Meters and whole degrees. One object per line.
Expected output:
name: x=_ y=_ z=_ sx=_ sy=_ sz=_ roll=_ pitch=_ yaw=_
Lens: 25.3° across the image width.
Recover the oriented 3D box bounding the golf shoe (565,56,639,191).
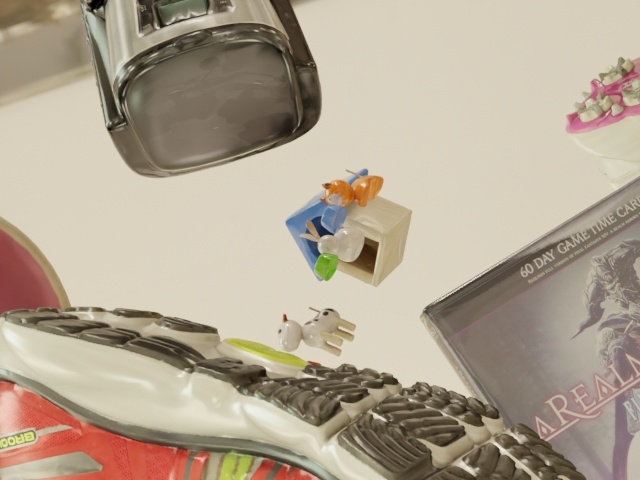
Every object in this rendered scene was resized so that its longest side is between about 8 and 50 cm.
golf shoe: x=0.315 y=-0.077 z=0.958 sx=0.306 sy=0.115 sz=0.140 roll=-8 pitch=120 yaw=50

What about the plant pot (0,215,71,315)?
plant pot: x=-0.222 y=0.071 z=0.718 sx=0.180 sy=0.201 sz=0.201 roll=-33 pitch=70 yaw=45

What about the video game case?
video game case: x=0.205 y=0.101 z=0.720 sx=0.274 sy=0.196 sz=0.026 roll=57 pitch=166 yaw=12

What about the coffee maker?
coffee maker: x=-0.064 y=-0.130 z=0.726 sx=0.171 sy=0.120 sz=0.178 roll=25 pitch=-136 yaw=-60

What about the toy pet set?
toy pet set: x=0.000 y=0.000 z=0.814 sx=0.114 sy=0.065 sz=0.122 roll=-41 pitch=-32 yaw=-49

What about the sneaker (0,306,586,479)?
sneaker: x=-0.015 y=0.106 z=0.543 sx=0.107 sy=0.279 sz=0.118 roll=-3 pitch=-75 yaw=-56
